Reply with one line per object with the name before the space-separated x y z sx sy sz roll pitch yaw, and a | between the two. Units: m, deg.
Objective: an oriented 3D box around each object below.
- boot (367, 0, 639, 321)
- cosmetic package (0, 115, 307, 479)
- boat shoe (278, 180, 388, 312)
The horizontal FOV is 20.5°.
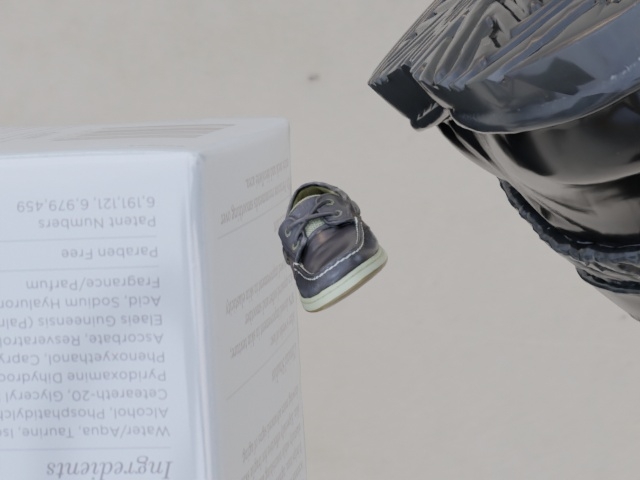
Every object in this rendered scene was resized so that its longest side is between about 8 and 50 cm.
boot | 0.166 -0.021 0.722 0.260 0.348 0.131 44 90 -7
cosmetic package | -0.197 0.116 1.333 0.327 0.329 0.393 -2 97 9
boat shoe | 0.000 0.000 0.971 0.056 0.152 0.049 -34 101 0
